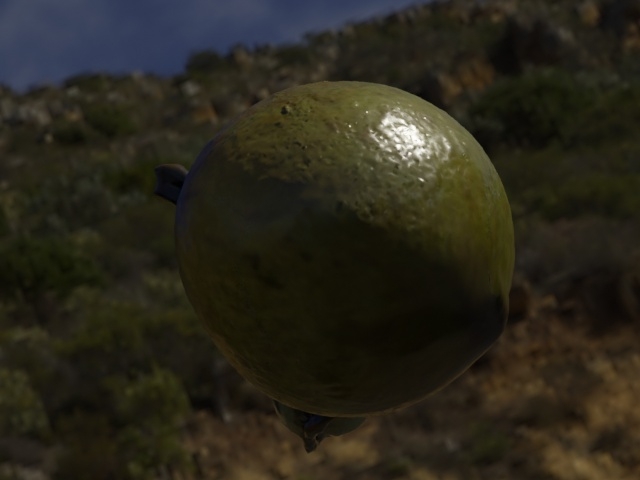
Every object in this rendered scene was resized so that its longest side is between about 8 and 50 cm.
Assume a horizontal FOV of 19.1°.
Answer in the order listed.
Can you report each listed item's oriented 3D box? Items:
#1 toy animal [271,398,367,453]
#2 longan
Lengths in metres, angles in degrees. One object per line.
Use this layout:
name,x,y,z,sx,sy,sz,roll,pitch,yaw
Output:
toy animal,0.017,0.024,1.277,0.090,0.255,0.170,9,-61,9
longan,0.000,0.000,0.819,0.155,0.176,0.145,88,-153,-48
